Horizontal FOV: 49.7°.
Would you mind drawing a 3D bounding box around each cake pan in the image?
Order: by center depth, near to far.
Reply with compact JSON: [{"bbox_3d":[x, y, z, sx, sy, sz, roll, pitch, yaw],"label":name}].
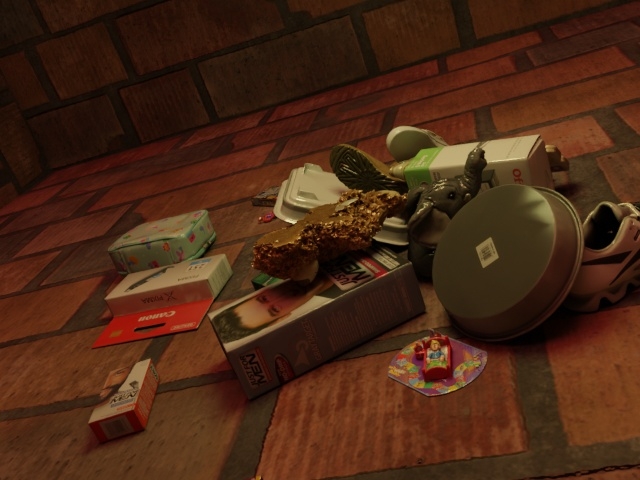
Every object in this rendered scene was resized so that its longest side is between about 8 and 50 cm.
[{"bbox_3d":[0.306,0.027,1.189,0.293,0.054,0.293,-33,42,36],"label":"cake pan"}]

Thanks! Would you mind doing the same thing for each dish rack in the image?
[{"bbox_3d":[0.066,-0.100,1.669,0.333,0.072,0.285,13,24,-2],"label":"dish rack"}]

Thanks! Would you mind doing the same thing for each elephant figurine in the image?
[{"bbox_3d":[0.238,-0.050,1.388,0.186,0.239,0.169,-31,25,-24],"label":"elephant figurine"}]

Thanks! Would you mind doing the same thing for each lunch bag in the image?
[{"bbox_3d":[-0.443,0.006,1.986,0.279,0.107,0.224,-10,19,17],"label":"lunch bag"}]

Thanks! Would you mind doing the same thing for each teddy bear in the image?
[{"bbox_3d":[0.027,-0.009,1.357,0.245,0.113,0.338,-6,21,37],"label":"teddy bear"}]

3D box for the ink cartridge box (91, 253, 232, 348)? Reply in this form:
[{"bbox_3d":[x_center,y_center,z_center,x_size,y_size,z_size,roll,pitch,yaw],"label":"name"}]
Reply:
[{"bbox_3d":[-0.393,0.143,1.692,0.296,0.066,0.261,-12,23,18],"label":"ink cartridge box"}]

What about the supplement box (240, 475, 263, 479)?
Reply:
[{"bbox_3d":[-0.118,0.373,0.973,0.083,0.043,0.055,-16,24,10],"label":"supplement box"}]

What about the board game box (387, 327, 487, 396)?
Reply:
[{"bbox_3d":[0.188,0.193,1.148,0.133,0.033,0.169,-31,25,-26],"label":"board game box"}]

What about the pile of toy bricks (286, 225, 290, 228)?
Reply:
[{"bbox_3d":[0.000,0.000,1.666,0.105,0.118,0.212,13,12,-32],"label":"pile of toy bricks"}]

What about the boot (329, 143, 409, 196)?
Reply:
[{"bbox_3d":[0.167,-0.170,1.679,0.089,0.236,0.269,-57,-11,29],"label":"boot"}]

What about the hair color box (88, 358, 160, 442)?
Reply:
[{"bbox_3d":[-0.373,0.304,1.325,0.093,0.053,0.167,-19,21,5],"label":"hair color box"}]

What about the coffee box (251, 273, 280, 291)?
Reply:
[{"bbox_3d":[-0.062,0.094,1.563,0.113,0.040,0.184,-32,25,-27],"label":"coffee box"}]

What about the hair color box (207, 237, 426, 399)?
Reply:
[{"bbox_3d":[-0.011,0.138,1.329,0.375,0.113,0.185,-25,23,-12],"label":"hair color box"}]

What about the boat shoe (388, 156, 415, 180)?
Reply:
[{"bbox_3d":[0.210,-0.163,1.570,0.048,0.056,0.153,7,18,32],"label":"boat shoe"}]

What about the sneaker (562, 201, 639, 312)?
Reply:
[{"bbox_3d":[0.542,-0.014,1.191,0.331,0.146,0.122,-28,23,-24],"label":"sneaker"}]

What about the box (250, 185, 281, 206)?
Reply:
[{"bbox_3d":[-0.142,-0.140,2.175,0.137,0.027,0.094,6,32,47],"label":"box"}]

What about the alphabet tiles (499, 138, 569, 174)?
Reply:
[{"bbox_3d":[0.414,-0.171,1.592,0.284,0.021,0.278,-5,-15,32],"label":"alphabet tiles"}]

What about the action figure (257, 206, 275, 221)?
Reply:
[{"bbox_3d":[-0.131,-0.080,2.033,0.115,0.030,0.038,-24,28,-4],"label":"action figure"}]

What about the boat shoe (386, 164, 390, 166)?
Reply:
[{"bbox_3d":[0.077,-0.132,1.885,0.325,0.123,0.116,-11,16,4],"label":"boat shoe"}]

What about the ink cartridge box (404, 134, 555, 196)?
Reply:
[{"bbox_3d":[0.342,-0.099,1.468,0.273,0.198,0.115,-3,29,35],"label":"ink cartridge box"}]

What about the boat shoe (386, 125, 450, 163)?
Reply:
[{"bbox_3d":[0.240,-0.225,1.652,0.268,0.096,0.088,7,33,-42],"label":"boat shoe"}]
